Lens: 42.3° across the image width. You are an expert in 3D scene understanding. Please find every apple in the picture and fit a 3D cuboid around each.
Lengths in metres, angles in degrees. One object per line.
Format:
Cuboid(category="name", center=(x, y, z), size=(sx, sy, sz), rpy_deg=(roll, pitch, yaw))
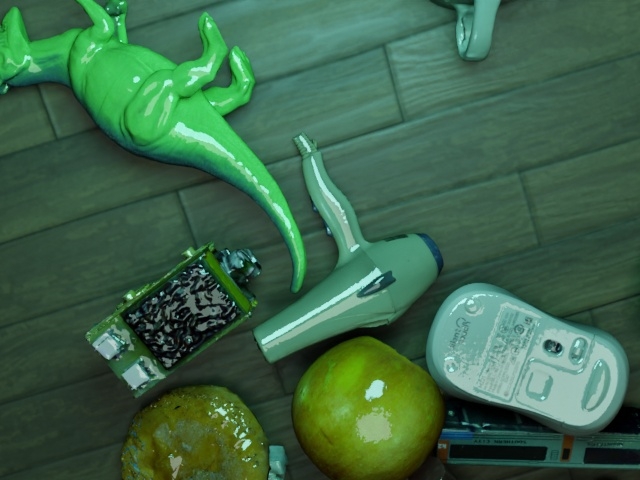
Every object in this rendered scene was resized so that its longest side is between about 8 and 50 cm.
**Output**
Cuboid(category="apple", center=(0.078, 0.247, 1.202), size=(0.237, 0.237, 0.207), rpy_deg=(42, 99, -9))

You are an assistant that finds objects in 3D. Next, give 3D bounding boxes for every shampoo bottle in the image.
Cuboid(category="shampoo bottle", center=(0.206, 0.422, 1.289), size=(0.068, 0.067, 0.236), rpy_deg=(-7, 135, 33))

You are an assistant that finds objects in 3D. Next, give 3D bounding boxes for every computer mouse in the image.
Cuboid(category="computer mouse", center=(0.311, 0.177, 1.249), size=(0.297, 0.121, 0.184), rpy_deg=(16, 89, 11))

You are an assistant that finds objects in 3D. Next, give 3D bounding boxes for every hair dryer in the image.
Cuboid(category="hair dryer", center=(-0.009, 0.040, 1.206), size=(0.298, 0.119, 0.296), rpy_deg=(41, 78, -2))

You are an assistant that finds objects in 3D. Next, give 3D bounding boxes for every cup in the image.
Cuboid(category="cup", center=(0.209, -0.363, 1.075), size=(0.187, 0.234, 0.257), rpy_deg=(-3, 104, 0))

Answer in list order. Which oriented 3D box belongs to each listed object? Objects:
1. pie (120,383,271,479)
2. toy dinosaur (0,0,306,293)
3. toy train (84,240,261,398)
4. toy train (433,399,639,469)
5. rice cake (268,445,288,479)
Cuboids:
Cuboid(category="pie", center=(-0.199, 0.356, 1.277), size=(0.274, 0.069, 0.273), rpy_deg=(-3, 81, 18))
Cuboid(category="toy dinosaur", center=(-0.255, -0.124, 1.147), size=(0.375, 0.144, 0.499), rpy_deg=(-16, 89, 5))
Cuboid(category="toy train", center=(-0.203, 0.106, 1.195), size=(0.261, 0.177, 0.134), rpy_deg=(-36, 100, 5))
Cuboid(category="toy train", center=(0.378, 0.308, 1.291), size=(0.410, 0.086, 0.089), rpy_deg=(3, 109, -2))
Cuboid(category="rice cake", center=(-0.175, 0.456, 1.327), size=(0.336, 0.066, 0.063), rpy_deg=(-44, 99, 7))
